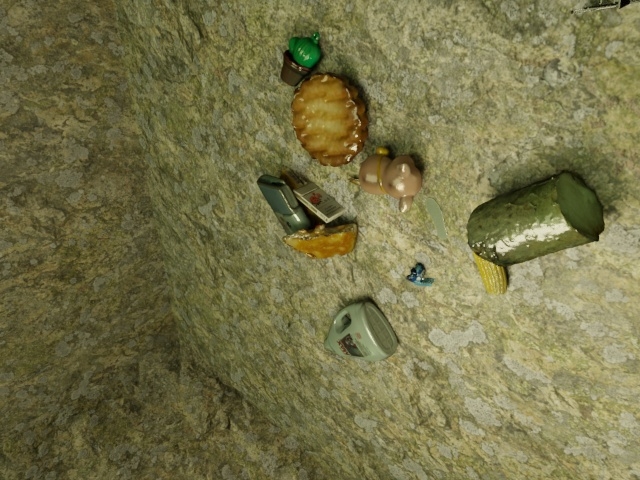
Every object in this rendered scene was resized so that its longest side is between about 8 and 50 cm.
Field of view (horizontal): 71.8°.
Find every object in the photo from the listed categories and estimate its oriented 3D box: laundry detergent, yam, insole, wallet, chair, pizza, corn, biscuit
[{"bbox_3d":[0.136,0.414,1.946,0.398,0.125,0.263,-31,91,53],"label":"laundry detergent"},{"bbox_3d":[0.551,-0.047,1.172,0.300,0.195,0.195,-27,92,49],"label":"yam"},{"bbox_3d":[0.387,-0.072,1.472,0.053,0.002,0.152,-7,108,48],"label":"insole"},{"bbox_3d":[-0.129,-0.101,1.843,0.252,0.083,0.360,24,148,58],"label":"wallet"},{"bbox_3d":[0.629,-0.509,0.873,0.213,0.101,0.084,14,123,42],"label":"chair"},{"bbox_3d":[0.000,0.000,1.747,0.189,0.297,0.071,79,-176,-52],"label":"pizza"},{"bbox_3d":[0.529,0.090,1.375,0.085,0.063,0.165,-9,109,39],"label":"corn"},{"bbox_3d":[0.036,-0.421,1.548,0.326,0.107,0.325,22,128,32],"label":"biscuit"}]

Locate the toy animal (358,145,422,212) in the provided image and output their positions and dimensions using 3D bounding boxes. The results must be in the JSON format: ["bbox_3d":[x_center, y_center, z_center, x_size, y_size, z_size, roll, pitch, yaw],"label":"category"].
[{"bbox_3d":[0.223,-0.214,1.456,0.248,0.149,0.165,25,146,49],"label":"toy animal"}]

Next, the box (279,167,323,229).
[{"bbox_3d":[-0.089,-0.164,1.883,0.269,0.043,0.152,50,143,13],"label":"box"}]

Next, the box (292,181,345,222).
[{"bbox_3d":[-0.007,-0.154,1.750,0.198,0.109,0.029,41,137,21],"label":"box"}]

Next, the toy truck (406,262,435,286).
[{"bbox_3d":[0.363,0.134,1.590,0.090,0.056,0.073,36,141,7],"label":"toy truck"}]

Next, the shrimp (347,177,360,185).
[{"bbox_3d":[0.147,-0.235,1.609,0.114,0.023,0.083,15,120,34],"label":"shrimp"}]

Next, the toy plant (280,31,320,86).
[{"bbox_3d":[-0.068,-0.639,1.532,0.200,0.105,0.142,-53,57,30],"label":"toy plant"}]
